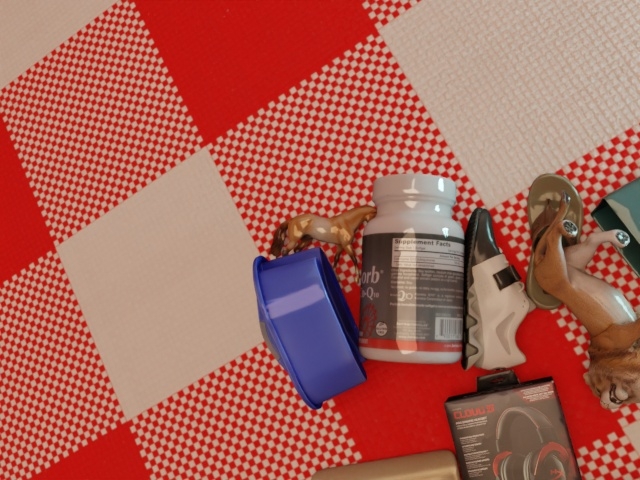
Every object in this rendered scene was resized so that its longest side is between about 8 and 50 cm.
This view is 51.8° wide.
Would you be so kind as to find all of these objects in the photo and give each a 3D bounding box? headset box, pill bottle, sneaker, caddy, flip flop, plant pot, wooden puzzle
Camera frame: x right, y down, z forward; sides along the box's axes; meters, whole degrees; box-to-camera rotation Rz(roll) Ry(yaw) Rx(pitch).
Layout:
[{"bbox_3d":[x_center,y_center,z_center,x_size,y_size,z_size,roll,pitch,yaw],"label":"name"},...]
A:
[{"bbox_3d":[0.378,0.404,1.289,0.217,0.110,0.294,-15,79,16],"label":"headset box"},{"bbox_3d":[0.186,0.061,1.342,0.210,0.210,0.363,0,83,18],"label":"pill bottle"},{"bbox_3d":[0.359,0.097,1.341,0.146,0.122,0.331,0,83,4],"label":"sneaker"},{"bbox_3d":[-0.034,0.178,1.366,0.179,0.241,0.342,-22,98,7],"label":"caddy"},{"bbox_3d":[0.464,0.001,1.326,0.112,0.080,0.277,7,86,19],"label":"flip flop"},{"bbox_3d":[0.667,-0.062,1.230,0.234,0.165,0.166,-34,75,7],"label":"plant pot"},{"bbox_3d":[0.146,0.622,1.325,0.321,0.080,0.348,-15,70,15],"label":"wooden puzzle"}]

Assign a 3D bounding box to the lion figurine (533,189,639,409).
[{"bbox_3d":[0.508,0.116,1.230,0.142,0.240,0.392,-23,73,-25],"label":"lion figurine"}]

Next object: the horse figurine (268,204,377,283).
[{"bbox_3d":[0.000,0.000,1.486,0.263,0.066,0.175,5,92,16],"label":"horse figurine"}]
